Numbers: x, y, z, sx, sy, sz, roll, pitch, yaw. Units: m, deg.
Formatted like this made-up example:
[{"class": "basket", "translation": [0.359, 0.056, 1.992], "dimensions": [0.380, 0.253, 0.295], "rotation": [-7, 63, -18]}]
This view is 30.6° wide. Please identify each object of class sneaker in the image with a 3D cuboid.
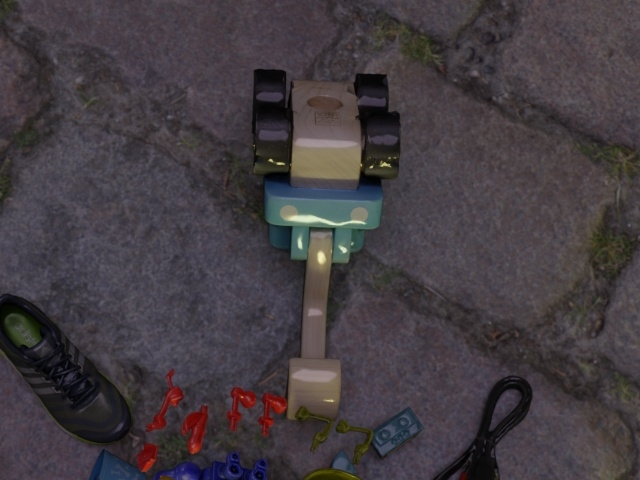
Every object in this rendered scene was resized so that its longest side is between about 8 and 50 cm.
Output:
[{"class": "sneaker", "translation": [-0.408, 0.196, 1.787], "dimensions": [0.300, 0.121, 0.111], "rotation": [41, 74, 8]}]

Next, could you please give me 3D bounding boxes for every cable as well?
[{"class": "cable", "translation": [0.252, 0.347, 1.846], "dimensions": [0.139, 0.072, 0.287], "rotation": [8, 58, 16]}]

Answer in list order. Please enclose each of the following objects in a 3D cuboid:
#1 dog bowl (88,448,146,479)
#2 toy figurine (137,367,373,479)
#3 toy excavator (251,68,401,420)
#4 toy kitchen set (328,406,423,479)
[{"class": "dog bowl", "translation": [-0.313, 0.439, 1.666], "dimensions": [0.074, 0.166, 0.297], "rotation": [19, 38, -12]}, {"class": "toy figurine", "translation": [-0.120, 0.355, 1.737], "dimensions": [0.363, 0.217, 0.191], "rotation": [17, 51, -20]}, {"class": "toy excavator", "translation": [0.000, 0.000, 1.850], "dimensions": [0.222, 0.445, 0.433], "rotation": [1, 31, -4]}, {"class": "toy kitchen set", "translation": [0.125, 0.381, 1.773], "dimensions": [0.166, 0.122, 0.207], "rotation": [-31, 78, -13]}]
